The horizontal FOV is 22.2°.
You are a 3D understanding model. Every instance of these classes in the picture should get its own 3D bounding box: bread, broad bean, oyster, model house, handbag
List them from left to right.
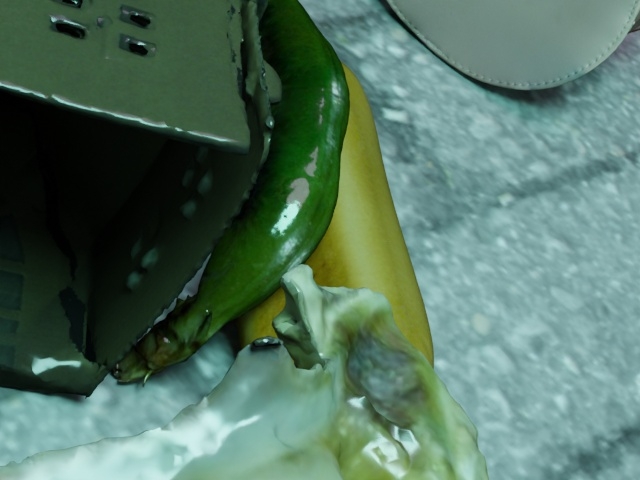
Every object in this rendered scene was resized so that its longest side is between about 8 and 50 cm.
[{"bbox_3d":[-0.150,-0.094,0.729,0.204,0.211,0.243,16,47,-22],"label":"model house"},{"bbox_3d":[-0.045,0.139,0.421,0.271,0.100,0.275,1,60,-32],"label":"oyster"},{"bbox_3d":[-0.052,-0.064,0.839,0.049,0.144,0.292,49,24,-43],"label":"broad bean"},{"bbox_3d":[0.000,0.000,0.839,0.074,0.093,0.239,48,22,-42],"label":"bread"},{"bbox_3d":[0.143,-0.204,1.076,0.205,0.179,0.116,39,33,6],"label":"handbag"}]
